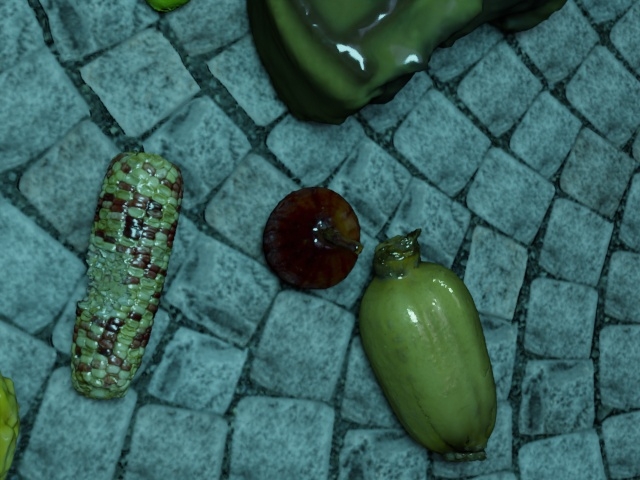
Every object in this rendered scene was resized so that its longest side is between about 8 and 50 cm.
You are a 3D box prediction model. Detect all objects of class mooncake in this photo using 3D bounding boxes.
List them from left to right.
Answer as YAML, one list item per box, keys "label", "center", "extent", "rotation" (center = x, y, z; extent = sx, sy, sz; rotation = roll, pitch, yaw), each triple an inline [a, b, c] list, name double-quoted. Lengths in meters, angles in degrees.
- label: "mooncake"
  center: [0.109, -0.307, 1.055]
  extent: [0.393, 0.246, 0.394]
  rotation: [21, 76, -10]

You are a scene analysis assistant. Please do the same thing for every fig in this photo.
- label: "fig"
  center: [-0.007, 0.007, 1.052]
  extent: [0.128, 0.150, 0.128]
  rotation: [-3, 123, -5]

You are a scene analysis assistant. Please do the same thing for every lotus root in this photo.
- label: "lotus root"
  center: [0.135, 0.135, 1.086]
  extent: [0.146, 0.131, 0.303]
  rotation: [-22, 96, -18]

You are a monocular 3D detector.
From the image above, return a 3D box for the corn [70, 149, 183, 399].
- label: "corn"
  center: [-0.225, 0.040, 0.989]
  extent: [0.098, 0.098, 0.289]
  rotation: [15, 83, -18]

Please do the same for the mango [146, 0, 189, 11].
- label: "mango"
  center: [-0.181, -0.357, 1.031]
  extent: [0.091, 0.074, 0.165]
  rotation: [3, 91, 5]

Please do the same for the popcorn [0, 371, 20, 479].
- label: "popcorn"
  center: [-0.435, 0.192, 0.863]
  extent: [0.250, 0.190, 0.250]
  rotation: [-3, 100, -21]
